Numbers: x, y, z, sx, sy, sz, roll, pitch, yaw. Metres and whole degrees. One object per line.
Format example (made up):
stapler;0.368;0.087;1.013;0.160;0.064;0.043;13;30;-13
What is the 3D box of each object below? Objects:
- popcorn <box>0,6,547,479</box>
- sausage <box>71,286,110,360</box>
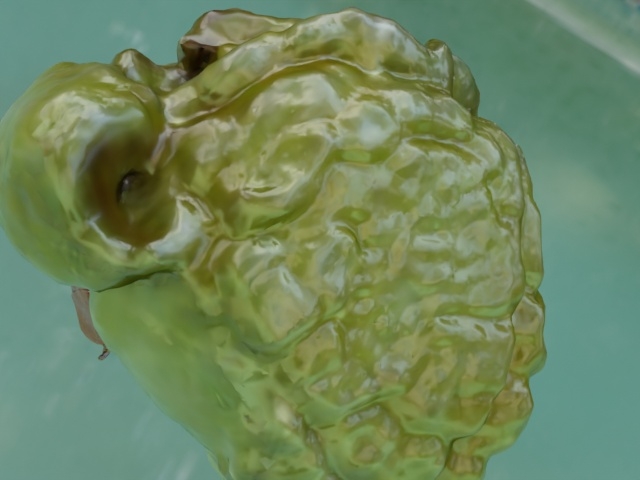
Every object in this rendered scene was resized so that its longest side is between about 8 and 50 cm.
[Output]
popcorn;0.000;0.000;0.716;0.286;0.225;0.174;52;-15;-21
sausage;-0.176;0.008;1.179;0.065;0.065;0.169;-35;109;-68
